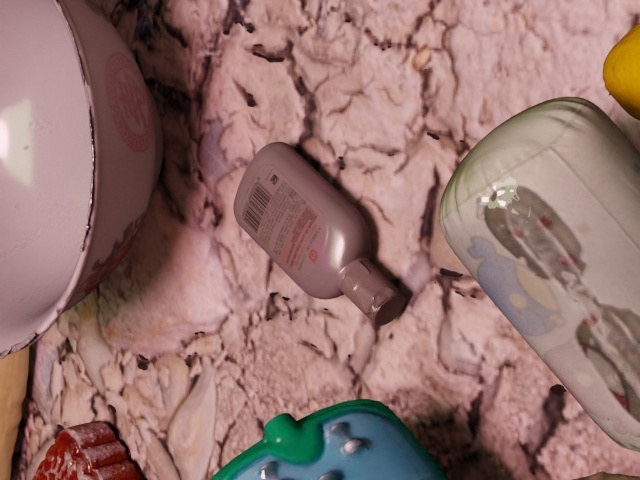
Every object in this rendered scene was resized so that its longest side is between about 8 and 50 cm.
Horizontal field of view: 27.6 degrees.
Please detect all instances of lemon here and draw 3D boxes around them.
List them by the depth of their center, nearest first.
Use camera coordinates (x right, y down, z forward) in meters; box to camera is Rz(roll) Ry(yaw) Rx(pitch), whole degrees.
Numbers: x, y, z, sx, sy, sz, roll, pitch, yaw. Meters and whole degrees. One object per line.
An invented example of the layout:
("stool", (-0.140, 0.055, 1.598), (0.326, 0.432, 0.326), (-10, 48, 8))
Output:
("lemon", (0.205, -0.099, 0.755), (0.092, 0.065, 0.065), (4, 97, 42))

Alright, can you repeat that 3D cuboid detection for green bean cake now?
("green bean cake", (-0.210, 0.250, 1.183), (0.135, 0.056, 0.135), (51, 124, 27))

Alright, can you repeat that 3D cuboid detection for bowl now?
("bowl", (-0.237, -0.082, 1.103), (0.345, 0.157, 0.345), (5, 98, 42))

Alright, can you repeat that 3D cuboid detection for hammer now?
("hammer", (0.233, -0.038, 0.680), (0.335, 0.119, 0.206), (-38, 94, 31))

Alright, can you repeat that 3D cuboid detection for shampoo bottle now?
("shampoo bottle", (0.000, 0.000, 0.971), (0.165, 0.040, 0.080), (44, 121, 30))

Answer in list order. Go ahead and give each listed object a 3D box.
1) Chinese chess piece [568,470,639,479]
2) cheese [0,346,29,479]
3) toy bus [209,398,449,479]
("Chinese chess piece", (0.179, 0.241, 0.684), (0.250, 0.250, 0.101), (53, 129, 26))
("cheese", (-0.408, 0.155, 1.313), (0.242, 0.124, 0.265), (23, 109, 35))
("toy bus", (0.048, 0.266, 0.824), (0.343, 0.183, 0.199), (50, 155, 27))
